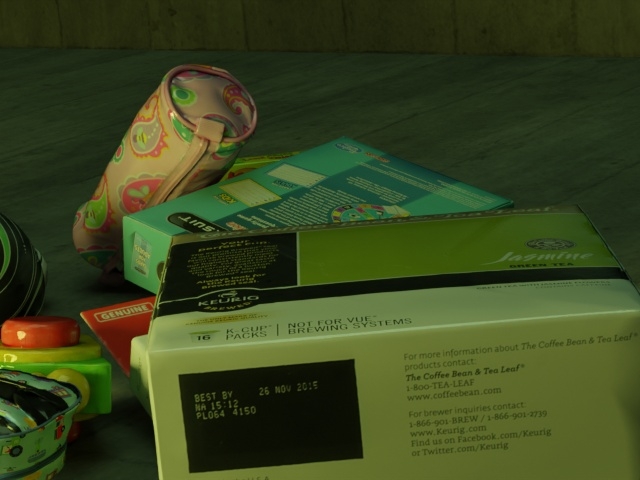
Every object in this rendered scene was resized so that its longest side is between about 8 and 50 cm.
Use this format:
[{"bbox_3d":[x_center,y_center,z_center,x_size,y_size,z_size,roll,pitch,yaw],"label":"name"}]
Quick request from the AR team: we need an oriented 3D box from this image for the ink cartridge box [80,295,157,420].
[{"bbox_3d":[-0.046,0.083,1.746,0.275,0.060,0.239,-12,39,-27],"label":"ink cartridge box"}]

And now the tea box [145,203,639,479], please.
[{"bbox_3d":[0.054,0.119,1.394,0.329,0.220,0.323,-4,15,1],"label":"tea box"}]

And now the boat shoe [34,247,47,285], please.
[{"bbox_3d":[-0.427,0.045,2.053,0.121,0.119,0.335,15,26,40],"label":"boat shoe"}]

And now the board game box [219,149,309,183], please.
[{"bbox_3d":[-0.057,-0.060,2.423,0.181,0.092,0.043,-7,15,-8],"label":"board game box"}]

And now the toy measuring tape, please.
[{"bbox_3d":[-0.263,0.118,1.758,0.121,0.121,0.330,-8,6,-14],"label":"toy measuring tape"}]

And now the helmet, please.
[{"bbox_3d":[-0.357,0.044,1.946,0.169,0.169,0.161,7,38,41],"label":"helmet"}]

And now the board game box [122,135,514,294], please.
[{"bbox_3d":[0.000,0.000,2.055,0.254,0.079,0.336,23,33,39],"label":"board game box"}]

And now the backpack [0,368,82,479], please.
[{"bbox_3d":[-0.275,0.164,1.538,0.173,0.117,0.158,1,15,26],"label":"backpack"}]

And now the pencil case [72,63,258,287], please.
[{"bbox_3d":[-0.176,-0.069,2.149,0.124,0.124,0.284,-19,-24,-45],"label":"pencil case"}]
